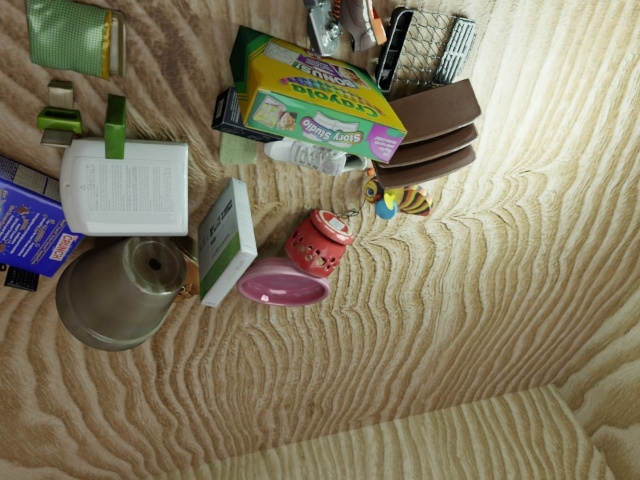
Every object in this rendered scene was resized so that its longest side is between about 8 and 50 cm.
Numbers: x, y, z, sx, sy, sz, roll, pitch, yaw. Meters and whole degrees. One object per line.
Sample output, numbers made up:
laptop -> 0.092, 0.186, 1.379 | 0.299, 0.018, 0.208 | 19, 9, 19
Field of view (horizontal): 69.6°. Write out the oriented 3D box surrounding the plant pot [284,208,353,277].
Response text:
plant pot -> 0.000, 0.000, 1.540 | 0.191, 0.191, 0.174 | 20, 116, -34

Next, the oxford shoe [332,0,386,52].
oxford shoe -> 0.067, -0.557, 1.071 | 0.098, 0.097, 0.271 | -24, 137, 14

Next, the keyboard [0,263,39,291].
keyboard -> -0.856, 0.072, 1.311 | 0.108, 0.180, 0.023 | 21, 114, -35

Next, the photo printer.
photo printer -> -0.507, -0.137, 1.204 | 0.307, 0.107, 0.256 | -1, 97, -19

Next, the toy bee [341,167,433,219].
toy bee -> 0.204, -0.150, 1.478 | 0.298, 0.195, 0.162 | -9, 112, 4

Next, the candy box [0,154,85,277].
candy box -> -0.816, -0.064, 1.233 | 0.317, 0.122, 0.268 | 30, 117, -37

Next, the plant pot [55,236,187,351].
plant pot -> -0.540, 0.123, 1.322 | 0.323, 0.323, 0.280 | 26, 137, -37

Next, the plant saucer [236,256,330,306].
plant saucer -> -0.130, 0.146, 1.647 | 0.332, 0.084, 0.332 | 2, 153, 1

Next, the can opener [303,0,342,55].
can opener -> -0.027, -0.559, 1.045 | 0.076, 0.095, 0.283 | -46, 132, -30

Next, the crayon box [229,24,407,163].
crayon box -> -0.015, -0.347, 1.090 | 0.363, 0.313, 0.106 | 8, 130, -26

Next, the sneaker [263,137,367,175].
sneaker -> -0.006, -0.254, 1.304 | 0.305, 0.152, 0.114 | -2, 136, -15

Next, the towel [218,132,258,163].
towel -> -0.229, -0.276, 1.294 | 0.110, 0.027, 0.148 | -1, 134, -17

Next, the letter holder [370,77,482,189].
letter holder -> 0.292, -0.287, 1.296 | 0.301, 0.214, 0.152 | -17, 169, -2

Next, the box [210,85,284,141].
box -> -0.179, -0.312, 1.165 | 0.158, 0.156, 0.093 | 11, 94, -25

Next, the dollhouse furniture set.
dollhouse furniture set -> -0.537, -0.353, 1.018 | 0.197, 0.151, 0.301 | 2, 132, -21

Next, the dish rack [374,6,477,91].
dish rack -> 0.285, -0.498, 1.218 | 0.271, 0.074, 0.208 | -1, 134, -19

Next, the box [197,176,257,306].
box -> -0.280, -0.001, 1.337 | 0.058, 0.322, 0.232 | 22, 124, -31

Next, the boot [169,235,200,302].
boot -> -0.477, 0.104, 1.548 | 0.220, 0.109, 0.283 | -25, 144, 12
